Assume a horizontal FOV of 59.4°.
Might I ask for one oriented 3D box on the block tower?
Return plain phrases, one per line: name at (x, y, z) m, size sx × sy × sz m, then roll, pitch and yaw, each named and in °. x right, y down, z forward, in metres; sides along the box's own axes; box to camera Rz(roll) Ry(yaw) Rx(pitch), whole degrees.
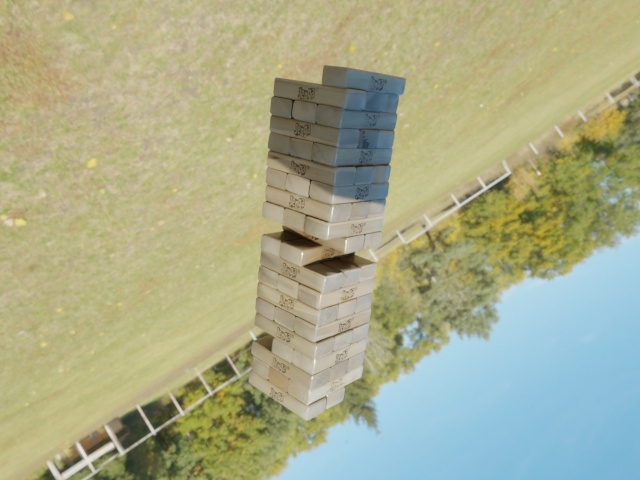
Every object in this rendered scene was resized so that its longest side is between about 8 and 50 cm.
block tower at (0.000, 0.000, 0.565) m, size 0.091 × 0.097 × 0.335 m, roll -12°, pitch 115°, yaw -49°
